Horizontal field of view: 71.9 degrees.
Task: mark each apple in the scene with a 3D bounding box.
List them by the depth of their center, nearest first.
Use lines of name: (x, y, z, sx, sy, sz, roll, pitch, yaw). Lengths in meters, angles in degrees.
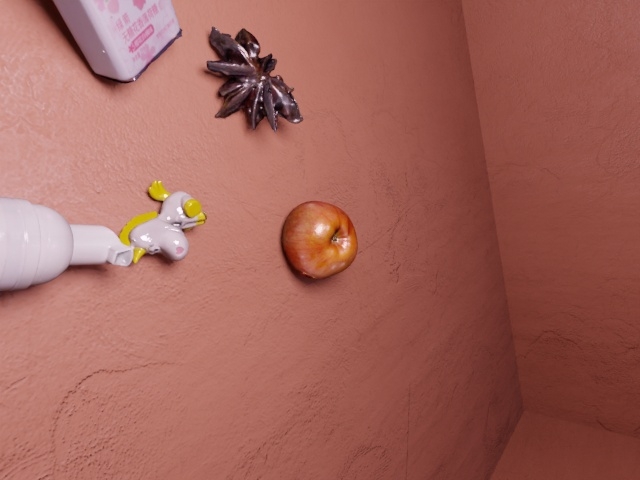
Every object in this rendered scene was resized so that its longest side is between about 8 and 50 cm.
apple: (0.000, 0.000, 1.162, 0.209, 0.164, 0.209, 1, 88, -45)

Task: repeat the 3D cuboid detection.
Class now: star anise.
star anise: (-0.158, -0.370, 1.031, 0.283, 0.129, 0.212, 44, 53, -28)

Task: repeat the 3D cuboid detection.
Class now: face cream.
face cream: (-0.478, 0.007, 0.658, 0.369, 0.145, 0.145, 4, 87, -53)

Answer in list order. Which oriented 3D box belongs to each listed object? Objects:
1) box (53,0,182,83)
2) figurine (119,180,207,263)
box: (-0.358, -0.456, 0.702, 0.370, 0.112, 0.190, 87, 28, -57)
figurine: (-0.316, -0.023, 0.887, 0.129, 0.109, 0.178, 30, 66, -14)
